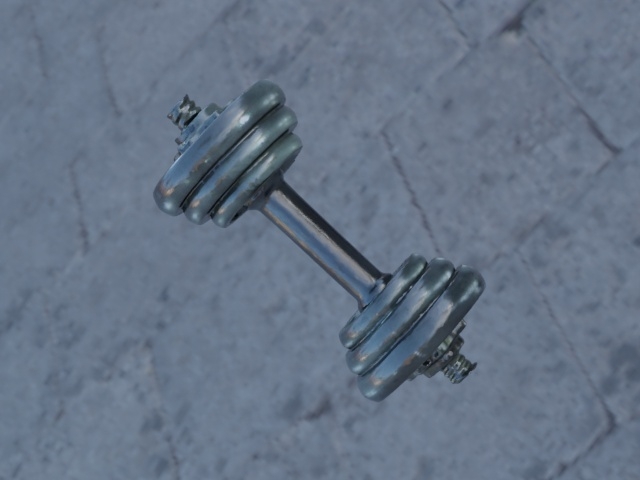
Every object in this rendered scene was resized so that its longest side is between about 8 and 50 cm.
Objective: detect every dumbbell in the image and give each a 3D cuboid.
[{"bbox_3d":[0.000,0.000,1.514,0.179,0.406,0.179,-47,-1,-1],"label":"dumbbell"}]
